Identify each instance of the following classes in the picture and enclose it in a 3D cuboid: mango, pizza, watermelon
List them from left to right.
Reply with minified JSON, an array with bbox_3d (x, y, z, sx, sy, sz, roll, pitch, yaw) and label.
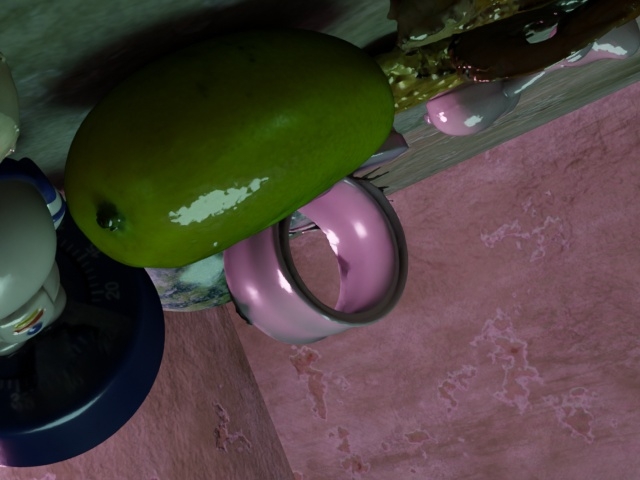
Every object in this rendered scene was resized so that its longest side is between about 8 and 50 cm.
[{"bbox_3d":[-0.214,0.009,1.279,0.260,0.256,0.176,-29,-135,-30],"label":"watermelon"},{"bbox_3d":[-0.066,-0.081,0.632,0.273,0.149,0.185,-27,171,-10],"label":"mango"},{"bbox_3d":[0.122,-0.202,0.643,0.226,0.069,0.147,-23,-164,-20],"label":"pizza"}]

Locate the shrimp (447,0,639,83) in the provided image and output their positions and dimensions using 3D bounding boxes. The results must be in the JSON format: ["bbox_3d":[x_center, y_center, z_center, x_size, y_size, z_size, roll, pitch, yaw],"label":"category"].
[{"bbox_3d":[0.225,-0.212,0.716,0.253,0.058,0.173,-24,-149,26],"label":"shrimp"}]

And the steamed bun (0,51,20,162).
[{"bbox_3d":[-0.208,-0.064,0.380,0.112,0.091,0.130,-26,177,-40],"label":"steamed bun"}]

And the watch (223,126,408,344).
[{"bbox_3d":[0.000,0.000,0.949,0.248,0.217,0.211,-14,173,-44],"label":"watch"}]

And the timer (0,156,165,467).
[{"bbox_3d":[-0.281,0.039,0.723,0.270,0.270,0.383,-21,162,-16],"label":"timer"}]

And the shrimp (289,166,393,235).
[{"bbox_3d":[-0.011,-0.077,1.507,0.343,0.116,0.145,-13,173,-30],"label":"shrimp"}]

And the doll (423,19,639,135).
[{"bbox_3d":[0.275,-0.226,1.066,0.365,0.094,0.160,-23,-175,42],"label":"doll"}]

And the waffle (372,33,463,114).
[{"bbox_3d":[0.090,-0.180,0.935,0.291,0.051,0.291,-23,179,0],"label":"waffle"}]
